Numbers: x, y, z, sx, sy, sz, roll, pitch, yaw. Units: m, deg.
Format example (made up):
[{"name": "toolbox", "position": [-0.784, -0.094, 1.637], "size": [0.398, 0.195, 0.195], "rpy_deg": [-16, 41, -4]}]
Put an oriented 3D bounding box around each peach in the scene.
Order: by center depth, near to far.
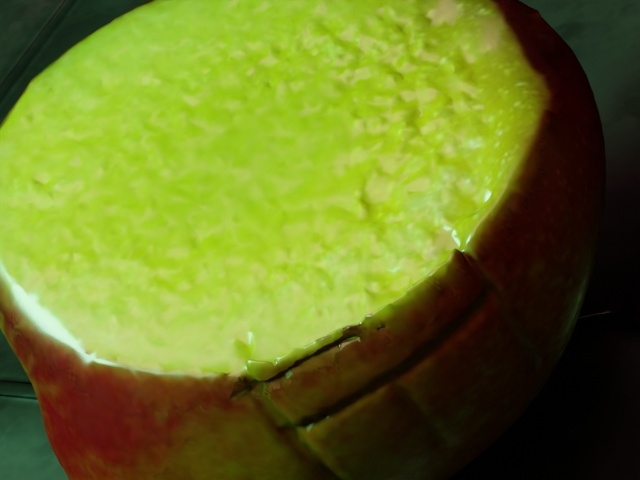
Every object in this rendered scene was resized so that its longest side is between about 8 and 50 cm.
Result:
[{"name": "peach", "position": [0.000, 0.000, 0.854], "size": [0.274, 0.245, 0.249], "rpy_deg": [-24, 78, 13]}]
